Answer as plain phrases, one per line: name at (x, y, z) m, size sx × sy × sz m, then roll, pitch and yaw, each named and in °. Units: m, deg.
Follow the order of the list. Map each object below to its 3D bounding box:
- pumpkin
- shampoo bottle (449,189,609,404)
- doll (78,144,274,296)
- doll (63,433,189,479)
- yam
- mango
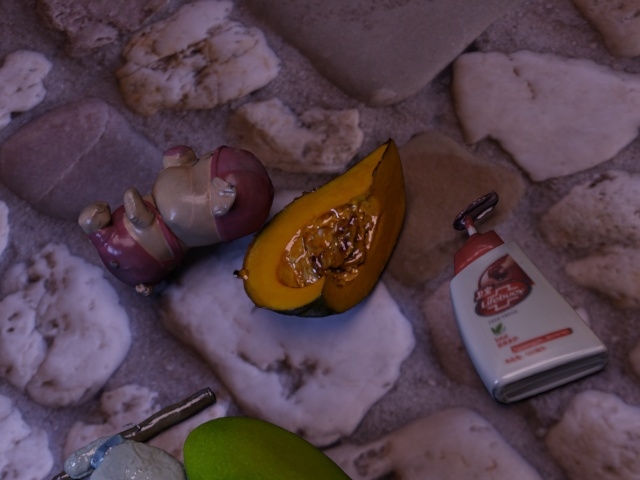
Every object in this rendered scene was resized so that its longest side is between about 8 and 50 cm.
pumpkin at (0.003, 0.000, 1.673) m, size 0.163 × 0.111 × 0.279 m, roll 6°, pitch 59°, yaw 37°
shampoo bottle at (0.233, 0.061, 1.575) m, size 0.153 × 0.071 × 0.284 m, roll -22°, pitch 55°, yaw 1°
doll at (-0.186, -0.044, 1.696) m, size 0.255 × 0.152 × 0.196 m, roll -24°, pitch 27°, yaw 10°
doll at (-0.218, 0.300, 1.535) m, size 0.214 × 0.071 × 0.104 m, roll 20°, pitch 66°, yaw 20°
yam at (-0.240, 0.250, 1.601) m, size 0.234 × 0.029 × 0.027 m, roll -29°, pitch 66°, yaw -5°
mango at (-0.044, 0.326, 1.423) m, size 0.192 × 0.156 × 0.343 m, roll -34°, pitch 51°, yaw -19°
